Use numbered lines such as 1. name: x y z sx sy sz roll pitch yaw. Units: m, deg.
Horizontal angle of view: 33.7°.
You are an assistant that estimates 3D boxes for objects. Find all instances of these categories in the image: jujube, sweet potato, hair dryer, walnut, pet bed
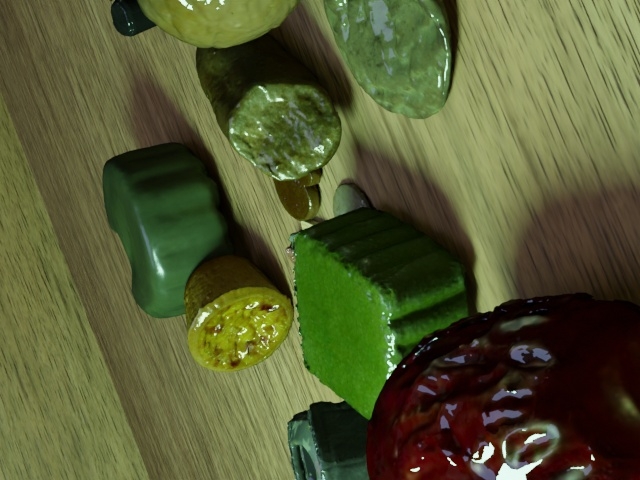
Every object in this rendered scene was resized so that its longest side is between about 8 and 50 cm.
1. jujube: 0.198 0.190 1.088 0.258 0.258 0.376 64 149 12
2. sweet potato: -0.093 -0.226 1.556 0.370 0.157 0.158 -122 25 -48
3. hair dryer: -0.269 -0.423 1.826 0.248 0.114 0.071 -8 110 57
4. walnut: -0.125 -0.397 1.330 0.333 0.332 0.333 45 145 43
5. pet bed: 0.072 0.313 1.518 0.159 0.210 0.183 148 114 -70

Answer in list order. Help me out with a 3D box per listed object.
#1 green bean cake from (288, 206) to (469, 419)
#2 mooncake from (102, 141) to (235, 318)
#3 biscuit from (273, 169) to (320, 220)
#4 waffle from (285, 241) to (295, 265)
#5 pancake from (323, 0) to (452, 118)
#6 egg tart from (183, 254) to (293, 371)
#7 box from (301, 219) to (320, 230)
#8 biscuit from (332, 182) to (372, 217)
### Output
1. green bean cake: 0.083 0.102 1.422 0.250 0.156 0.247 30 131 51
2. mooncake: -0.297 -0.025 2.068 0.351 0.187 0.351 166 90 -71
3. biscuit: -0.034 -0.104 1.663 0.124 0.026 0.175 54 151 28
4. waffle: -0.023 0.036 1.722 0.083 0.029 0.075 50 166 -24
5. pancake: 0.088 -0.256 1.279 0.242 0.050 0.242 48 156 30
6. egg tart: -0.165 0.122 1.917 0.147 0.202 0.203 -123 26 -44
7. box: 0.000 0.000 1.684 0.093 0.015 0.058 23 131 59
8. biscuit: 0.051 -0.028 1.559 0.120 0.015 0.120 44 145 44
